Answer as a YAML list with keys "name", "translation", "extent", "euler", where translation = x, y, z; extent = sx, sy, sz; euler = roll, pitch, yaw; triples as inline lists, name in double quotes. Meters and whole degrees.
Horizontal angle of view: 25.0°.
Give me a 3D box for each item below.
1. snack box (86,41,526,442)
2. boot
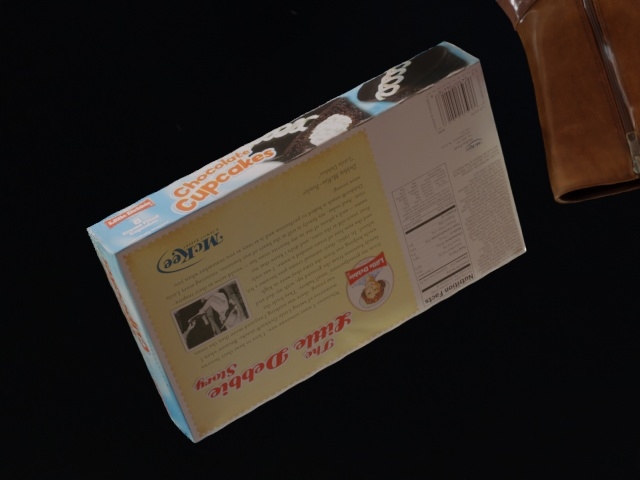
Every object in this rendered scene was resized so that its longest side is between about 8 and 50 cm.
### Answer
- name: "snack box"
  translation: [0.000, 0.000, 1.122]
  extent: [0.322, 0.060, 0.187]
  euler: [-29, -56, -16]
- name: "boot"
  translation: [0.265, -0.193, 1.110]
  extent: [0.264, 0.280, 0.096]
  euler: [-20, -25, 12]
